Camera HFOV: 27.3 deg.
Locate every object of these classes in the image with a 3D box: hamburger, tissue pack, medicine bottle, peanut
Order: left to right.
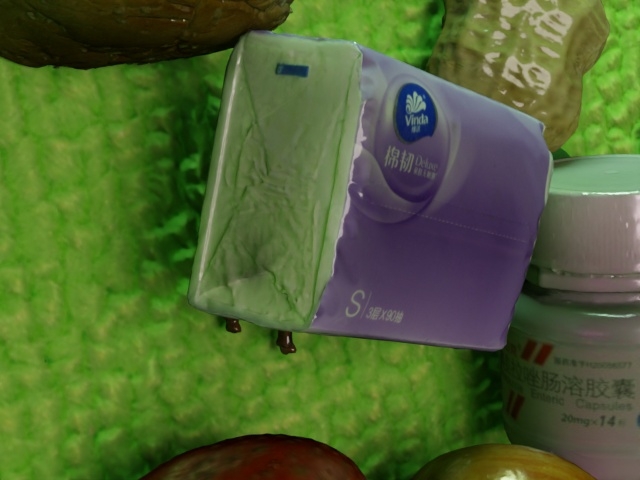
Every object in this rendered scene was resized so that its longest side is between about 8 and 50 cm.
[{"bbox_3d":[-0.143,-0.224,1.093,0.309,0.211,0.132,-5,90,-33],"label":"hamburger"},{"bbox_3d":[0.060,-0.030,1.177,0.338,0.160,0.242,10,91,-53],"label":"tissue pack"},{"bbox_3d":[0.202,-0.193,1.392,0.196,0.110,0.233,21,79,-20],"label":"peanut"},{"bbox_3d":[0.306,0.075,1.375,0.241,0.241,0.302,-13,106,-34],"label":"medicine bottle"}]

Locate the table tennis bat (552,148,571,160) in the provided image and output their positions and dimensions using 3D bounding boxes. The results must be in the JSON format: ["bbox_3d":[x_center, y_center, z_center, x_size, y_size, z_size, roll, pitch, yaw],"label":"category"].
[{"bbox_3d":[0.205,-0.021,1.445,0.257,0.039,0.160,-16,104,-38],"label":"table tennis bat"}]

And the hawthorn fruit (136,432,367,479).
[{"bbox_3d":[-0.095,0.315,1.112,0.330,0.287,0.287,-17,101,-27],"label":"hawthorn fruit"}]

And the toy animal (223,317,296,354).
[{"bbox_3d":[0.000,0.000,1.285,0.224,0.066,0.230,27,72,-37],"label":"toy animal"}]

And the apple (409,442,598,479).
[{"bbox_3d":[0.164,0.334,1.264,0.233,0.286,0.286,39,69,-7],"label":"apple"}]
